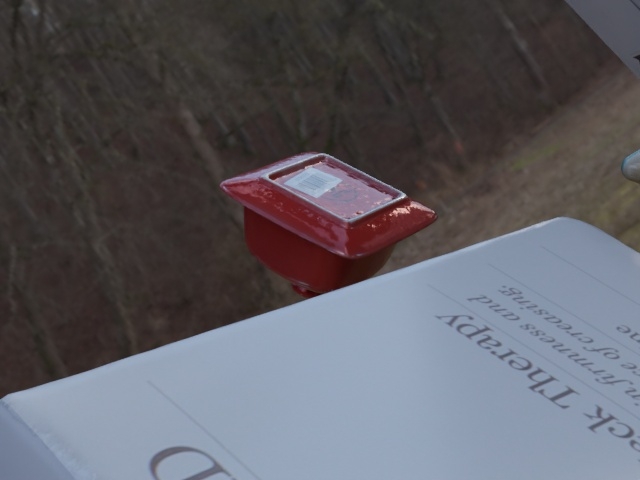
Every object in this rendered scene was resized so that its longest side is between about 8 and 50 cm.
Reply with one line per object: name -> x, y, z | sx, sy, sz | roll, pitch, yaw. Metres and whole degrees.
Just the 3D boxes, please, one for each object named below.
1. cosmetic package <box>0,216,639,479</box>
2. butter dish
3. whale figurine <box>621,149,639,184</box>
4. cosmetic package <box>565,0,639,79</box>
cosmetic package -> 0.092, 0.230, 0.552 | 0.393, 0.329, 0.328 | -16, -54, -38
butter dish -> 0.000, 0.000, 1.036 | 0.160, 0.159, 0.118 | -26, -42, -51
whale figurine -> 0.527, -0.178, 1.547 | 0.272, 0.216, 0.141 | -51, 23, 10
cosmetic package -> 0.291, -0.292, 0.832 | 0.097, 0.284, 0.377 | -54, 14, -21
